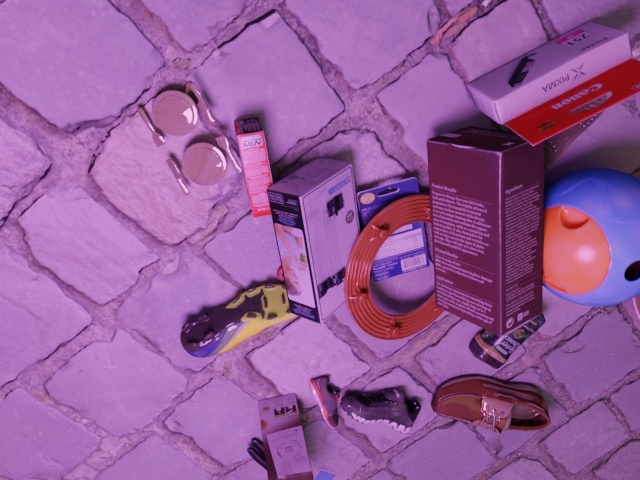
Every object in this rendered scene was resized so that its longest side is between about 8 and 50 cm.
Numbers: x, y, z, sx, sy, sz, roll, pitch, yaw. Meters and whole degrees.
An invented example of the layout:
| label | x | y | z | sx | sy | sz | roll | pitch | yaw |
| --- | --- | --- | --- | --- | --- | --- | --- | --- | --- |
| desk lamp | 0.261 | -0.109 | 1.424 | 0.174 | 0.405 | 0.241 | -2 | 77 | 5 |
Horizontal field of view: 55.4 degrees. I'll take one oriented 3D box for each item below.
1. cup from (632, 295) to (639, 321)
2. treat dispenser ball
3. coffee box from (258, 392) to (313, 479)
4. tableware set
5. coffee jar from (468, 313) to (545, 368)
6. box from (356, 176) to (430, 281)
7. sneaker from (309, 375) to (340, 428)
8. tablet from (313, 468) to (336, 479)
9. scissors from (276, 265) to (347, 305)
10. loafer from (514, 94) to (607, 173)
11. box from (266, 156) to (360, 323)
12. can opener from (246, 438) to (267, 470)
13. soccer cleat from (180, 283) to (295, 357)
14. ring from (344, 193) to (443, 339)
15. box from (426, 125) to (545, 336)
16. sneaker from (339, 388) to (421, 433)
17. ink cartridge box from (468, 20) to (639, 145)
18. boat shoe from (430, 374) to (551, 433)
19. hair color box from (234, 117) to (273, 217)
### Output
| label | x | y | z | sx | sy | sz | roll | pitch | yaw |
| --- | --- | --- | --- | --- | --- | --- | --- | --- | --- |
| cup | 0.952 | 0.112 | 1.431 | 0.236 | 0.331 | 0.332 | -16 | 123 | -33 |
| treat dispenser ball | 0.571 | -0.007 | 1.273 | 0.287 | 0.288 | 0.289 | -5 | 118 | -9 |
| coffee box | -0.081 | 0.501 | 1.428 | 0.098 | 0.247 | 0.141 | -10 | 119 | -7 |
| tableware set | -0.242 | -0.195 | 1.148 | 0.128 | 0.039 | 0.194 | -21 | 114 | 13 |
| coffee jar | 0.453 | 0.227 | 1.491 | 0.096 | 0.079 | 0.184 | 31 | 108 | -24 |
| box | 0.156 | -0.026 | 1.319 | 0.136 | 0.037 | 0.226 | -15 | 120 | -4 |
| sneaker | 0.026 | 0.400 | 1.507 | 0.064 | 0.061 | 0.158 | -25 | 120 | -5 |
| tablet | 0.002 | 0.660 | 1.667 | 0.054 | 0.006 | 0.083 | 24 | 109 | -22 |
| scissors | 0.037 | 0.120 | 1.380 | 0.296 | 0.021 | 0.109 | 13 | 112 | -16 |
| loafer | 0.461 | -0.221 | 1.254 | 0.101 | 0.092 | 0.268 | 33 | 123 | -23 |
| box | 0.000 | 0.000 | 1.225 | 0.169 | 0.087 | 0.290 | -36 | 129 | -41 |
| can opener | -0.124 | 0.576 | 1.572 | 0.073 | 0.059 | 0.186 | -23 | 113 | 32 |
| soccer cleat | -0.166 | 0.176 | 1.340 | 0.288 | 0.094 | 0.121 | -22 | 153 | 2 |
| ring | 0.199 | 0.065 | 1.315 | 0.336 | 0.032 | 0.337 | -13 | 115 | -29 |
| box | 0.333 | -0.024 | 1.231 | 0.143 | 0.191 | 0.382 | -22 | 117 | -29 |
| sneaker | 0.158 | 0.410 | 1.531 | 0.234 | 0.078 | 0.106 | 23 | 108 | -26 |
| ink cartridge box | 0.445 | -0.297 | 1.121 | 0.275 | 0.239 | 0.060 | -27 | 120 | 3 |
| boat shoe | 0.451 | 0.431 | 1.575 | 0.323 | 0.120 | 0.123 | 5 | 116 | -14 |
| hair color box | -0.124 | -0.140 | 1.169 | 0.053 | 0.093 | 0.167 | -10 | 118 | -7 |
